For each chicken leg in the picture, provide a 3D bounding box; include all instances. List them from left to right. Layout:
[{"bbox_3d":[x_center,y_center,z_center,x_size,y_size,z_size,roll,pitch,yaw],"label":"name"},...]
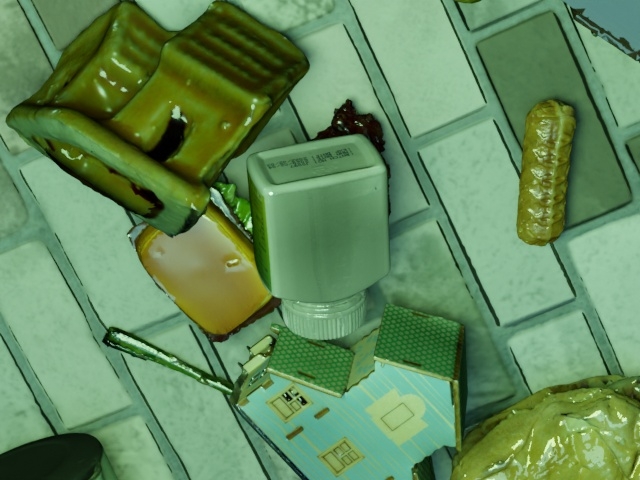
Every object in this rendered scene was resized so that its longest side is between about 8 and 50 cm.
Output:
[{"bbox_3d":[0.030,-0.041,1.679,0.090,0.048,0.219,0,110,8],"label":"chicken leg"}]

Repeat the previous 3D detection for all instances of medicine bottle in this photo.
[{"bbox_3d":[0.000,0.000,1.603,0.132,0.088,0.188,-11,124,-13],"label":"medicine bottle"}]

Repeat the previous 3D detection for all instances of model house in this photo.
[{"bbox_3d":[-0.153,-0.149,1.590,0.268,0.173,0.239,33,75,14],"label":"model house"},{"bbox_3d":[0.068,0.165,1.677,0.206,0.178,0.271,-38,99,22],"label":"model house"}]

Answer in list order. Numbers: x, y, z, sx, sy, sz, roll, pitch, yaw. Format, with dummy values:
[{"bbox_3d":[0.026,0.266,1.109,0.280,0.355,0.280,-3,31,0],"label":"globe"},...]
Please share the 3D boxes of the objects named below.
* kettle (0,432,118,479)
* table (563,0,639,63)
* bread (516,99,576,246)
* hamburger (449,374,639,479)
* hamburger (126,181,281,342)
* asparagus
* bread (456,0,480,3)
[{"bbox_3d":[-0.318,0.430,1.803,0.361,0.250,0.376,-9,108,38],"label":"kettle"},{"bbox_3d":[0.327,-0.254,1.514,0.193,0.169,0.172,34,109,-7],"label":"table"},{"bbox_3d":[0.232,-0.069,1.653,0.052,0.044,0.157,2,111,-2],"label":"bread"},{"bbox_3d":[0.284,0.274,1.720,0.283,0.144,0.259,-21,103,15],"label":"hamburger"},{"bbox_3d":[-0.110,0.017,1.691,0.137,0.087,0.166,-34,104,14],"label":"hamburger"},{"bbox_3d":[-0.132,0.149,1.776,0.233,0.023,0.022,23,154,-3],"label":"asparagus"},{"bbox_3d":[0.073,-0.367,1.421,0.377,0.251,0.208,34,135,15],"label":"bread"}]
